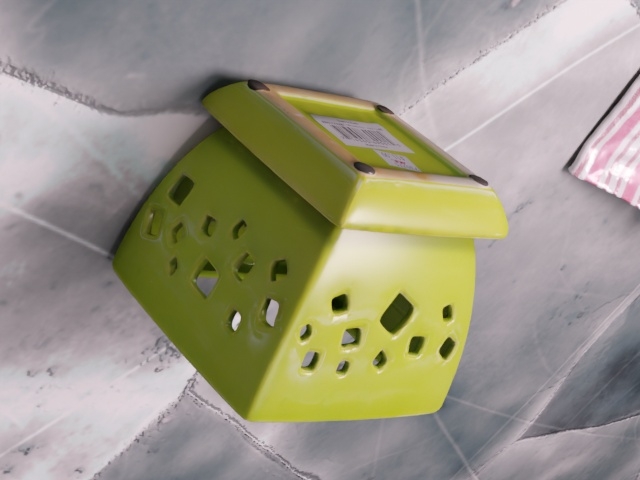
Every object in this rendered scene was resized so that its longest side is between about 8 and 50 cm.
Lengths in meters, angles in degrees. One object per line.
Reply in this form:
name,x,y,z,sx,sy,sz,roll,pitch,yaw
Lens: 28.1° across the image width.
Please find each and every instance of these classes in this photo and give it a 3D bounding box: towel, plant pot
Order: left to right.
plant pot,0.000,0.000,1.046,0.228,0.227,0.207,3,120,-44
towel,0.385,-0.092,1.395,0.197,0.029,0.144,24,111,-25
